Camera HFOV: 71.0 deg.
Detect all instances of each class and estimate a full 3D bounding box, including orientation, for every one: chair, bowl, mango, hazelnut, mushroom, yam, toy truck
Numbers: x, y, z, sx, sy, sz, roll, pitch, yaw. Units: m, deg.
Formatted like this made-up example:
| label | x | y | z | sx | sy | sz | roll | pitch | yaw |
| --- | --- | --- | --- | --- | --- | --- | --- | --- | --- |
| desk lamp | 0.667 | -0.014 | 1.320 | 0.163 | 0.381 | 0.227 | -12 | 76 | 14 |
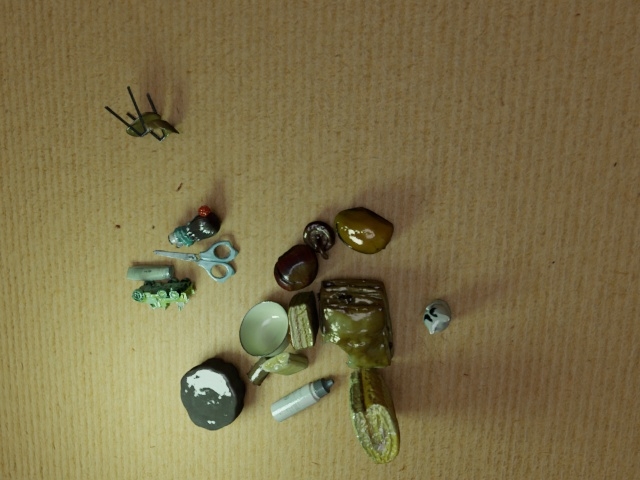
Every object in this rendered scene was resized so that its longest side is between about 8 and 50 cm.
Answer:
| label | x | y | z | sx | sy | sz | roll | pitch | yaw |
| --- | --- | --- | --- | --- | --- | --- | --- | --- | --- |
| chair | -0.735 | -0.501 | 1.886 | 0.172 | 0.159 | 0.247 | -36 | 89 | 11 |
| bowl | -0.213 | 0.390 | 1.903 | 0.237 | 0.126 | 0.238 | -13 | 58 | 21 |
| mango | 0.163 | -0.037 | 1.793 | 0.236 | 0.136 | 0.167 | 32 | 106 | 10 |
| hazelnut | -0.096 | 0.109 | 1.852 | 0.177 | 0.178 | 0.204 | 31 | 122 | 5 |
| mushroom | 0.001 | 0.000 | 1.858 | 0.135 | 0.080 | 0.171 | -14 | 96 | 25 |
| yam | -0.260 | 0.572 | 1.989 | 0.084 | 0.084 | 0.127 | 40 | 99 | 3 |
| toy truck | -0.701 | 0.252 | 2.007 | 0.259 | 0.128 | 0.135 | 0 | 112 | 10 |

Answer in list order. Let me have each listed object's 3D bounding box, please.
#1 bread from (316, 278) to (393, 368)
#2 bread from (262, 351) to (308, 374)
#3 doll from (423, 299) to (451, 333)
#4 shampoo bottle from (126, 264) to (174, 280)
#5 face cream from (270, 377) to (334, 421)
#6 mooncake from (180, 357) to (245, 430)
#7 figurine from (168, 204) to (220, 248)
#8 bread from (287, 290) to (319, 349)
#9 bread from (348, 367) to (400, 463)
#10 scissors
| label | x | y | z | sx | sy | sz | roll | pitch | yaw |
| --- | --- | --- | --- | --- | --- | --- | --- | --- | --- |
| bread | 0.136 | 0.350 | 1.825 | 0.313 | 0.191 | 0.371 | -2 | 99 | 10 |
| bread | -0.144 | 0.530 | 1.910 | 0.139 | 0.178 | 0.060 | -29 | 59 | 16 |
| doll | 0.460 | 0.299 | 1.768 | 0.107 | 0.180 | 0.110 | 41 | 104 | 16 |
| shampoo bottle | -0.771 | 0.145 | 2.036 | 0.212 | 0.049 | 0.072 | -5 | 65 | 10 |
| face cream | -0.071 | 0.686 | 1.960 | 0.311 | 0.092 | 0.092 | -33 | 91 | 14 |
| mooncake | -0.475 | 0.679 | 2.005 | 0.305 | 0.154 | 0.307 | 1 | 97 | 10 |
| figurine | -0.546 | -0.049 | 1.932 | 0.245 | 0.138 | 0.110 | -26 | 48 | 18 |
| bread | -0.073 | 0.323 | 1.834 | 0.110 | 0.234 | 0.185 | -8 | 95 | 6 |
| bread | 0.208 | 0.672 | 1.763 | 0.164 | 0.375 | 0.237 | -21 | 97 | 5 |
| scissors | -0.544 | 0.074 | 1.952 | 0.359 | 0.029 | 0.191 | 9 | 101 | -6 |
